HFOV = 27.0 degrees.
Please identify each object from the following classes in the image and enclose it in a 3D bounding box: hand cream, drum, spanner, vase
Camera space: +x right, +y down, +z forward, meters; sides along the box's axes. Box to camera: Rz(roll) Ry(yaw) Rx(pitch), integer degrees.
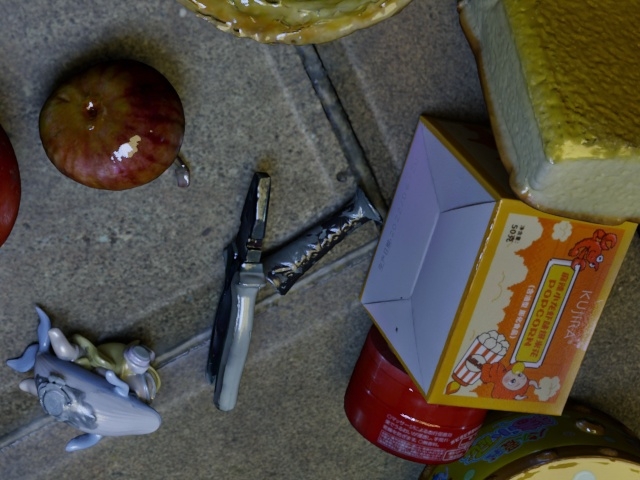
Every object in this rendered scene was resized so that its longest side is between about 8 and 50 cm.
[{"bbox_3d":[0.134,0.198,1.781,0.193,0.193,0.125,10,114,-23],"label":"hand cream"},{"bbox_3d":[0.335,0.458,1.909,0.431,0.214,0.431,-1,102,-7],"label":"drum"},{"bbox_3d":[-0.102,0.063,1.684,0.040,0.095,0.325,3,117,-21],"label":"spanner"},{"bbox_3d":[0.000,0.000,1.707,0.167,0.059,0.059,-37,122,2],"label":"vase"}]

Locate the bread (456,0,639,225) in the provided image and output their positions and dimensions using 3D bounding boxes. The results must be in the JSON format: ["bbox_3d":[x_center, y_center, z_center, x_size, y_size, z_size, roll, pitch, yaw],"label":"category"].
[{"bbox_3d":[0.347,-0.181,1.569,0.324,0.333,0.143,5,144,-20],"label":"bread"}]

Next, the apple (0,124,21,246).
[{"bbox_3d":[-0.433,-0.060,1.433,0.218,0.218,0.201,-19,130,-8],"label":"apple"}]

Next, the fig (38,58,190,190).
[{"bbox_3d":[-0.216,-0.133,1.521,0.202,0.148,0.149,-21,170,-48],"label":"fig"}]

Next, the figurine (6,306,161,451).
[{"bbox_3d":[-0.286,0.173,1.662,0.208,0.184,0.128,36,112,7],"label":"figurine"}]

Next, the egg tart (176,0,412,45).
[{"bbox_3d":[-0.005,-0.405,1.419,0.443,0.178,0.443,-7,119,-13],"label":"egg tart"}]

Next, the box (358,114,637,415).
[{"bbox_3d":[0.217,0.030,1.679,0.214,0.259,0.283,6,115,-24],"label":"box"}]

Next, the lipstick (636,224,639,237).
[{"bbox_3d":[0.564,0.103,1.946,0.077,0.077,0.418,-35,123,1],"label":"lipstick"}]
